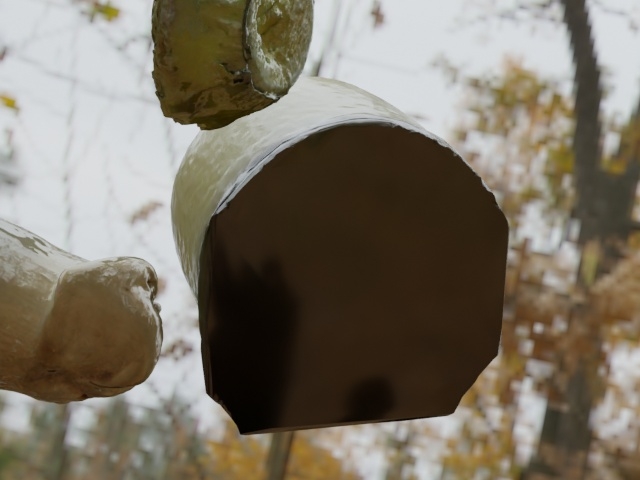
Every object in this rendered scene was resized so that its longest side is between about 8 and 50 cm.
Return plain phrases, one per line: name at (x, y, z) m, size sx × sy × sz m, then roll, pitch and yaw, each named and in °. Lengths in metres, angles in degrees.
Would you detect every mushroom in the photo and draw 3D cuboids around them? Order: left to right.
mushroom at (-0.287, 0.010, 1.189) m, size 0.397 × 0.126 × 0.177 m, roll 21°, pitch -32°, yaw -25°

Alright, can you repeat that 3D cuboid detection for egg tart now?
egg tart at (-0.062, -0.177, 1.522) m, size 0.078 × 0.197 × 0.197 m, roll 9°, pitch -18°, yaw 22°

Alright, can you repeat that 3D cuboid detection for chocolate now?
chocolate at (0.000, 0.000, 2.019) m, size 0.314 × 0.326 × 0.297 m, roll -5°, pitch 15°, yaw -17°
